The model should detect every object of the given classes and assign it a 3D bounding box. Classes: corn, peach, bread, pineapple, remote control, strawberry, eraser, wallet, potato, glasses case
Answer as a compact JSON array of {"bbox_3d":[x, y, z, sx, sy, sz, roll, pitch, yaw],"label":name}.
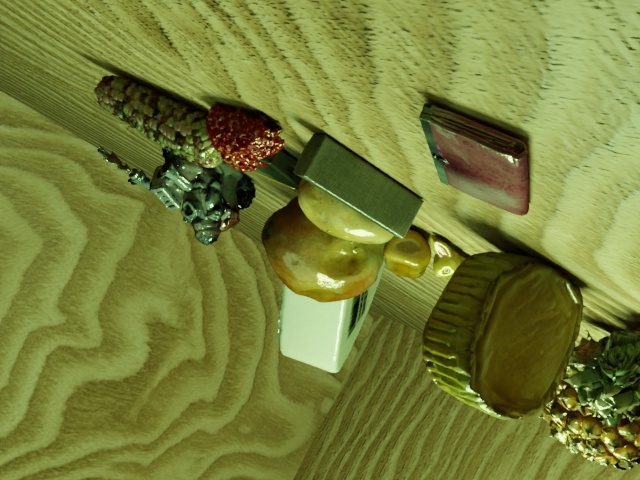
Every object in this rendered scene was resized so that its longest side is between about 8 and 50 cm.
[{"bbox_3d":[-0.285,-0.220,1.506,0.280,0.092,0.092,29,174,17],"label":"corn"},{"bbox_3d":[0.000,0.000,1.493,0.214,0.214,0.235,21,-179,43],"label":"peach"},{"bbox_3d":[0.169,0.025,1.623,0.092,0.074,0.239,15,173,6],"label":"bread"},{"bbox_3d":[0.503,0.235,1.415,0.262,0.262,0.272,25,160,24],"label":"pineapple"},{"bbox_3d":[-0.144,-0.169,1.568,0.285,0.038,0.123,25,172,42],"label":"remote control"},{"bbox_3d":[0.289,0.148,1.313,0.227,0.253,0.142,28,177,-31],"label":"bread"},{"bbox_3d":[-0.130,-0.163,1.345,0.121,0.082,0.188,33,175,-24],"label":"strawberry"},{"bbox_3d":[0.024,0.078,1.755,0.150,0.331,0.331,17,170,19],"label":"eraser"},{"bbox_3d":[0.180,-0.084,0.937,0.119,0.025,0.232,25,174,18],"label":"wallet"},{"bbox_3d":[0.048,-0.054,1.349,0.178,0.109,0.118,26,149,-17],"label":"potato"},{"bbox_3d":[0.059,-0.081,1.255,0.205,0.071,0.047,30,177,-28],"label":"glasses case"}]

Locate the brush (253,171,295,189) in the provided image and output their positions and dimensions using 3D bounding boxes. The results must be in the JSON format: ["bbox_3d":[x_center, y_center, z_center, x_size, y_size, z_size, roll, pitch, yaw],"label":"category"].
[{"bbox_3d":[-0.164,-0.156,1.724,0.272,0.013,0.103,23,-167,9],"label":"brush"}]

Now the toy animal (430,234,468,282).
[{"bbox_3d":[0.242,0.045,1.536,0.159,0.070,0.083,39,167,-35],"label":"toy animal"}]

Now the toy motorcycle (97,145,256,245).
[{"bbox_3d":[-0.297,-0.123,1.810,0.134,0.207,0.401,-5,152,37],"label":"toy motorcycle"}]
